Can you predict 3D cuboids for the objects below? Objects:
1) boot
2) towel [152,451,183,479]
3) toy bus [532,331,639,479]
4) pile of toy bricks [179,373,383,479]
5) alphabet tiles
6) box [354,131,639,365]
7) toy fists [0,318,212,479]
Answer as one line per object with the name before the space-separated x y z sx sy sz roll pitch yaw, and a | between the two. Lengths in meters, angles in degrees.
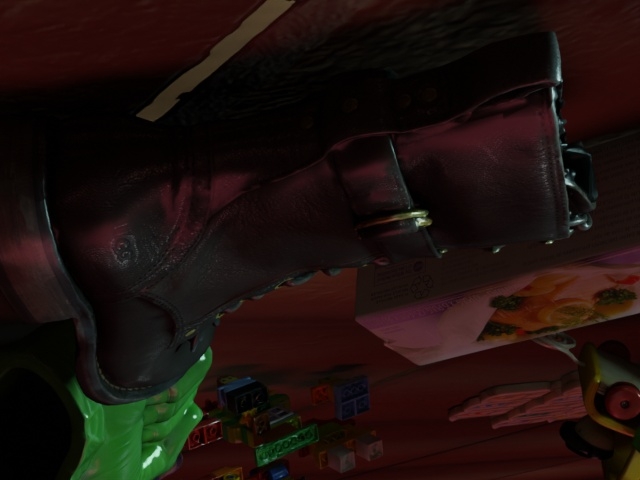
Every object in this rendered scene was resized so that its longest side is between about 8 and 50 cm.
boot | 0.000 0.000 0.564 0.229 0.091 0.263 -8 163 5
towel | -0.283 0.291 1.429 0.209 0.034 0.285 -14 -173 18
toy bus | 0.253 0.154 1.035 0.191 0.104 0.202 5 -157 -42
pile of toy bricks | -0.058 0.157 1.151 0.212 0.118 0.105 -17 -159 -34
alphabet tiles | 0.292 0.170 1.484 0.278 0.021 0.284 -4 165 -13
box | 0.163 -0.012 0.625 0.324 0.067 0.063 -18 143 32
toy fists | -0.149 0.136 0.794 0.142 0.096 0.279 -39 162 -55
